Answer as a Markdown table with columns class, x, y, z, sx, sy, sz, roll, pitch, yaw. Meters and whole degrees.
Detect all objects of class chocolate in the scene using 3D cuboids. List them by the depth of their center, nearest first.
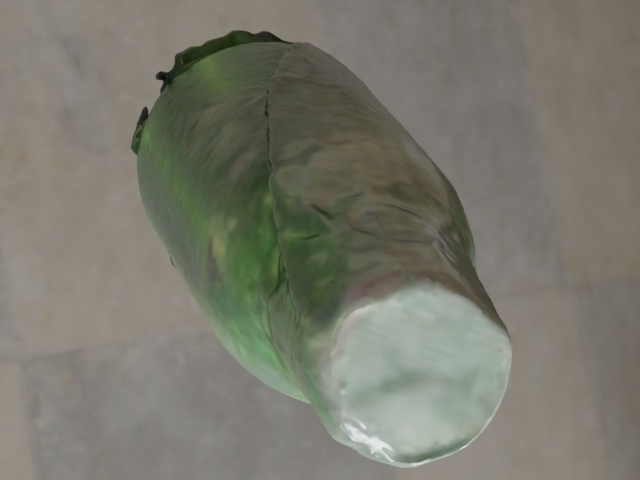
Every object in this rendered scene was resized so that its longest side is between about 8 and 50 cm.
| class | x | y | z | sx | sy | sz | roll | pitch | yaw |
| --- | --- | --- | --- | --- | --- | --- | --- | --- | --- |
| chocolate | 0.000 | 0.000 | 0.634 | 0.291 | 0.110 | 0.110 | -127 | -164 | -73 |
